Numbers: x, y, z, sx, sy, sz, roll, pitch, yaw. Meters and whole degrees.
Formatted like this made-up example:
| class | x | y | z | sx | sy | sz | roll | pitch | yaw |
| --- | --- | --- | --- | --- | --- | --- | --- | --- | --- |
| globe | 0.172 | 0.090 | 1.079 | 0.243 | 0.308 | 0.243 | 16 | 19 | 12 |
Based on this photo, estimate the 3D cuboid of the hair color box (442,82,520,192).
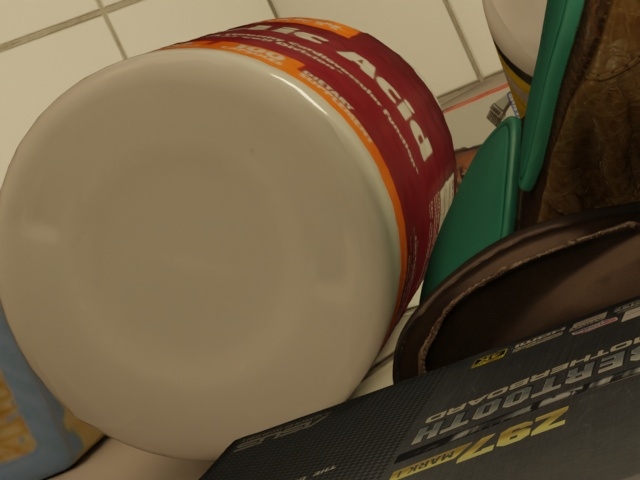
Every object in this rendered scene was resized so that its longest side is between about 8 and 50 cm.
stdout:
| class | x | y | z | sx | sy | sz | roll | pitch | yaw |
| --- | --- | --- | --- | --- | --- | --- | --- | --- | --- |
| hair color box | 0.182 | -0.097 | 1.362 | 0.167 | 0.093 | 0.053 | -21 | 7 | 38 |

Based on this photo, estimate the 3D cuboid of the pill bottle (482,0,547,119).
| class | x | y | z | sx | sy | sz | roll | pitch | yaw |
| --- | --- | --- | --- | --- | --- | --- | --- | --- | --- |
| pill bottle | 0.163 | -0.088 | 0.823 | 0.119 | 0.119 | 0.208 | -24 | -30 | 5 |

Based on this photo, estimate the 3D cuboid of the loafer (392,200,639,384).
| class | x | y | z | sx | sy | sz | roll | pitch | yaw |
| --- | --- | --- | --- | --- | --- | --- | --- | --- | --- |
| loafer | 0.130 | 0.020 | 0.579 | 0.220 | 0.080 | 0.078 | -24 | 5 | 3 |

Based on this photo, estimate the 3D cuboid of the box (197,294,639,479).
| class | x | y | z | sx | sy | sz | roll | pitch | yaw |
| --- | --- | --- | --- | --- | --- | --- | --- | --- | --- |
| box | 0.051 | 0.082 | 0.462 | 0.233 | 0.059 | 0.183 | -23 | 7 | 20 |

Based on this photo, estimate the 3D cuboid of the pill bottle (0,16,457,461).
| class | x | y | z | sx | sy | sz | roll | pitch | yaw |
| --- | --- | --- | --- | --- | --- | --- | --- | --- | --- |
| pill bottle | -0.031 | -0.027 | 0.970 | 0.224 | 0.224 | 0.392 | -23 | 6 | 15 |

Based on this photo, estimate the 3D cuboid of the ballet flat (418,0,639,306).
| class | x | y | z | sx | sy | sz | roll | pitch | yaw |
| --- | --- | --- | --- | --- | --- | --- | --- | --- | --- |
| ballet flat | 0.133 | -0.028 | 0.694 | 0.124 | 0.116 | 0.342 | 12 | -30 | -2 |

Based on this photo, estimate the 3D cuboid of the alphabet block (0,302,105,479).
| class | x | y | z | sx | sy | sz | roll | pitch | yaw |
| --- | --- | --- | --- | --- | --- | --- | --- | --- | --- |
| alphabet block | -0.258 | 0.082 | 1.130 | 0.193 | 0.192 | 0.197 | -21 | 8 | 18 |
